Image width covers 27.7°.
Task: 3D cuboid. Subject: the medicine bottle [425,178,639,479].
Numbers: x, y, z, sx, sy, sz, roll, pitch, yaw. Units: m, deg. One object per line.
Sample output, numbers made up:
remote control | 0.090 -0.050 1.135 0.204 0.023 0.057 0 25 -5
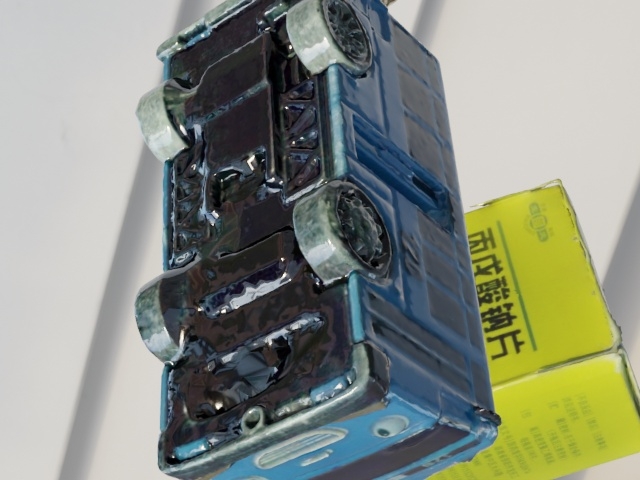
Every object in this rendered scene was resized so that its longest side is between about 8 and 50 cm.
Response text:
medicine bottle | 0.075 0.086 0.839 0.250 0.141 0.137 -19 -131 10

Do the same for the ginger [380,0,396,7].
ginger | 0.020 -0.237 0.978 0.157 0.102 0.216 10 -128 17

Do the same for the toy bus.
toy bus | 0.000 0.000 0.456 0.106 0.090 0.185 36 -141 -43
